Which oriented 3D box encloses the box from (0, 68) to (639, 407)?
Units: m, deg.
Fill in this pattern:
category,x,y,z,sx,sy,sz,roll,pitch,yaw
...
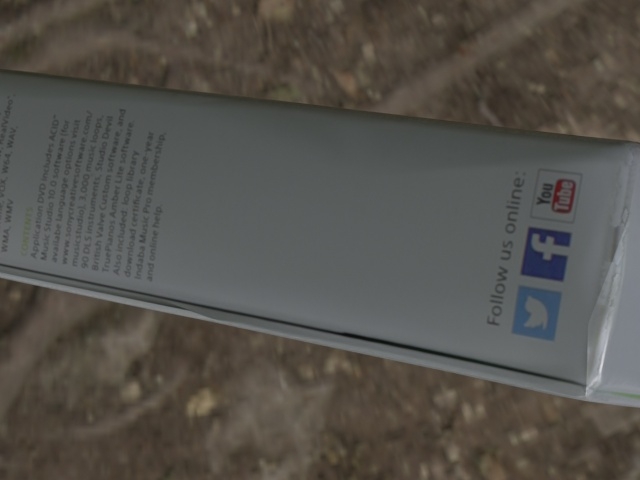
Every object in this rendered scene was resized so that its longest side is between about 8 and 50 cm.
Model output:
category,x,y,z,sx,sy,sz,roll,pitch,yaw
box,0.000,0.000,0.558,0.232,0.322,0.058,12,89,-52
